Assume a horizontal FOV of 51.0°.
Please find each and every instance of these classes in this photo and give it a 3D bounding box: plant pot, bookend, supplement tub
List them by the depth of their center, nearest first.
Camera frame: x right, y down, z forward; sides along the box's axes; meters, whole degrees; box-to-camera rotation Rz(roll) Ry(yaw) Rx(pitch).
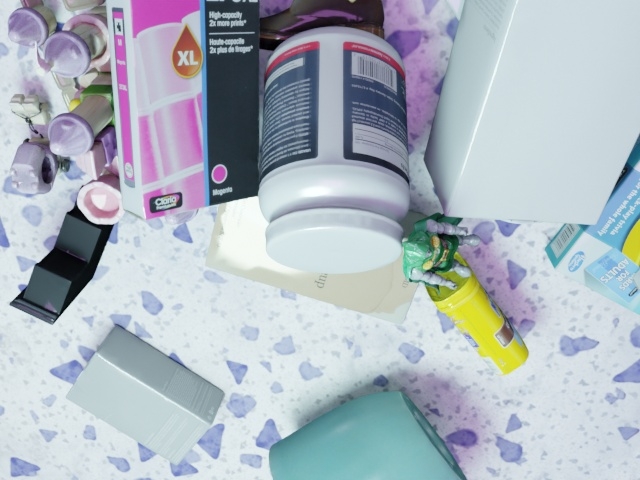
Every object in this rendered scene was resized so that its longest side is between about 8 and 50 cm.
[{"bbox_3d":[0.018,-0.111,0.860,0.191,0.273,0.191,1,159,0],"label":"supplement tub"},{"bbox_3d":[-0.395,0.020,1.049,0.072,0.157,0.156,26,115,-7],"label":"bookend"},{"bbox_3d":[0.095,0.390,1.105,0.235,0.293,0.293,-38,106,3],"label":"plant pot"}]

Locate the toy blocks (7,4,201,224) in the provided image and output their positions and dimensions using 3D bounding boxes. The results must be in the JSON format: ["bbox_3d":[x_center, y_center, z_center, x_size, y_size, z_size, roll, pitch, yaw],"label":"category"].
[{"bbox_3d":[-0.310,-0.153,0.885,0.308,0.260,0.289,3,122,3],"label":"toy blocks"}]

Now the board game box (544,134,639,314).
[{"bbox_3d":[0.550,0.005,0.982,0.335,0.079,0.254,27,115,-6],"label":"board game box"}]

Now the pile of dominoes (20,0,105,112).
[{"bbox_3d":[-0.310,-0.304,0.970,0.195,0.040,0.251,-8,121,10],"label":"pile of dominoes"}]

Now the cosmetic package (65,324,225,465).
[{"bbox_3d":[-0.308,0.273,1.188,0.238,0.107,0.127,38,113,-8],"label":"cosmetic package"}]

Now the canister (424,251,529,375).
[{"bbox_3d":[0.241,0.114,1.041,0.073,0.126,0.170,-37,108,12],"label":"canister"}]

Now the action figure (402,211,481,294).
[{"bbox_3d":[0.153,0.015,0.864,0.063,0.232,0.137,16,96,26],"label":"action figure"}]

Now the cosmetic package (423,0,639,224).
[{"bbox_3d":[0.276,-0.213,0.798,0.217,0.156,0.385,4,129,-10],"label":"cosmetic package"}]

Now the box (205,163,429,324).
[{"bbox_3d":[0.000,0.000,1.015,0.310,0.121,0.148,16,114,-1],"label":"box"}]

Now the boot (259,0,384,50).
[{"bbox_3d":[-0.019,-0.316,0.914,0.219,0.082,0.106,4,93,9],"label":"boot"}]

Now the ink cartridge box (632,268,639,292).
[{"bbox_3d":[0.563,0.061,0.913,0.203,0.086,0.148,28,117,-7],"label":"ink cartridge box"}]

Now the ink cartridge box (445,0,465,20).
[{"bbox_3d":[0.270,-0.424,0.823,0.324,0.071,0.330,-35,108,20],"label":"ink cartridge box"}]

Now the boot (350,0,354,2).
[{"bbox_3d":[0.086,-0.459,0.788,0.269,0.089,0.236,-30,78,23],"label":"boot"}]

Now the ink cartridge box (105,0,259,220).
[{"bbox_3d":[-0.156,-0.219,0.794,0.069,0.175,0.371,20,117,44],"label":"ink cartridge box"}]
